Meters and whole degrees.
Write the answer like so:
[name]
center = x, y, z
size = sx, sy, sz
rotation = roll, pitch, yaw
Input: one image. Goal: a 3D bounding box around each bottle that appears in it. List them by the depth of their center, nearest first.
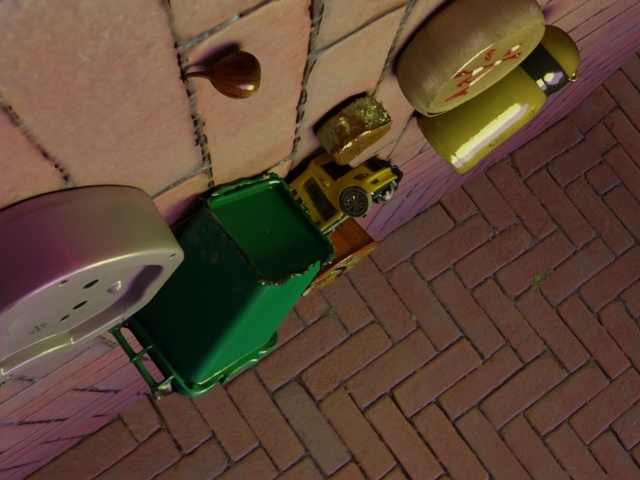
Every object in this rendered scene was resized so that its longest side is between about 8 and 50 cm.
[bottle]
center = 0.394, -0.318, 1.348
size = 0.351, 0.171, 0.171
rotation = -40, 170, 20

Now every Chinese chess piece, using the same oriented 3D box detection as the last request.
[Chinese chess piece]
center = 0.241, -0.311, 1.010
size = 0.250, 0.103, 0.250
rotation = -32, 171, -6

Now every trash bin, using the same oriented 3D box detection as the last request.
[trash bin]
center = -0.181, 0.083, 1.113
size = 0.295, 0.259, 0.381
rotation = -26, 161, -47

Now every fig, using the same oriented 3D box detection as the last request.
[fig]
center = -0.102, -0.172, 0.649
size = 0.083, 0.050, 0.050
rotation = -9, 161, -25

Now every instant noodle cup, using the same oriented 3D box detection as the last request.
[instant noodle cup]
center = 0.000, 0.000, 1.506
size = 0.230, 0.182, 0.230
rotation = -34, 172, -6

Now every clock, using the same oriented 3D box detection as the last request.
[clock]
center = -0.345, 0.063, 0.793
size = 0.339, 0.102, 0.338
rotation = -34, 171, -6

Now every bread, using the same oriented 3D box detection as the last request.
[bread]
center = 0.060, -0.192, 1.068
size = 0.128, 0.069, 0.140
rotation = -37, 172, 8

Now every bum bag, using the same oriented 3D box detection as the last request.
[bum bag]
center = 0.144, -0.149, 1.600
size = 0.142, 0.079, 0.326
rotation = -34, 173, 20

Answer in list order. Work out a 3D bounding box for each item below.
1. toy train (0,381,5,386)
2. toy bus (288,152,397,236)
[toy train]
center = -0.550, 0.202, 0.858
size = 0.119, 0.085, 0.251
rotation = -29, 169, -3
[toy bus]
center = -0.010, -0.064, 1.235
size = 0.330, 0.152, 0.144
rotation = -37, 177, 30
